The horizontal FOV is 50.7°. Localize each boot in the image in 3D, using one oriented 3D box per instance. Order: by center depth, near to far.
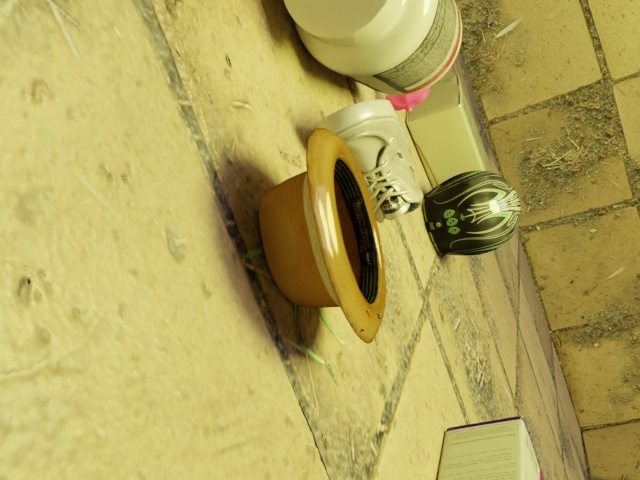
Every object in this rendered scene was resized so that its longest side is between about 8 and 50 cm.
[{"bbox_3d":[0.076,-0.087,0.824,0.123,0.095,0.258,69,19,7],"label":"boot"}]

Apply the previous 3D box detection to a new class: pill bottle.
[{"bbox_3d":[0.070,-0.288,0.850,0.318,0.176,0.176,-14,87,-70],"label":"pill bottle"}]

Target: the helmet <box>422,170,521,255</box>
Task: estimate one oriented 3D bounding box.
[{"bbox_3d":[0.283,-0.051,1.237,0.169,0.161,0.169,51,30,-46],"label":"helmet"}]

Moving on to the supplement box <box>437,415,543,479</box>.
[{"bbox_3d":[0.214,0.331,0.843,0.220,0.114,0.111,-48,120,-68],"label":"supplement box"}]

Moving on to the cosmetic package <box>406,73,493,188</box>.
[{"bbox_3d":[0.284,-0.163,1.402,0.309,0.113,0.160,61,23,-28],"label":"cosmetic package"}]

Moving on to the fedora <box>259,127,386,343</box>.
[{"bbox_3d":[0.000,0.000,0.590,0.194,0.079,0.194,-11,90,-74],"label":"fedora"}]

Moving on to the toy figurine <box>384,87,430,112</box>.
[{"bbox_3d":[0.131,-0.296,1.140,0.173,0.130,0.159,34,49,-28],"label":"toy figurine"}]
